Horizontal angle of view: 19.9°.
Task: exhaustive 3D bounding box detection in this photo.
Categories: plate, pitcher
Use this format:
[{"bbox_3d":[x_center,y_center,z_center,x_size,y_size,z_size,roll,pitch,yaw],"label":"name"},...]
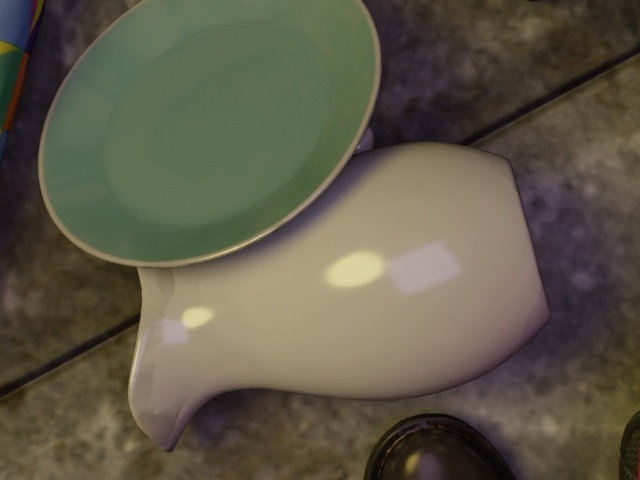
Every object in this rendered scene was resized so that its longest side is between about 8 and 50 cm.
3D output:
[{"bbox_3d":[-0.054,-0.061,0.913,0.188,0.024,0.188,-14,52,18],"label":"plate"},{"bbox_3d":[0.000,0.000,0.924,0.207,0.125,0.178,-14,75,7],"label":"pitcher"}]

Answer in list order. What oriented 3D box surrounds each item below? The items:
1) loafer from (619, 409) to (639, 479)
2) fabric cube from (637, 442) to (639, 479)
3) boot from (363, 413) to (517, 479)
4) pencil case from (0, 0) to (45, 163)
[{"bbox_3d":[0.240,0.215,0.952,0.095,0.109,0.302,-21,98,-23],"label":"loafer"},{"bbox_3d":[0.301,0.158,0.771,0.259,0.258,0.254,0,94,-16],"label":"fabric cube"},{"bbox_3d":[0.096,0.216,0.866,0.091,0.229,0.263,-17,91,-4],"label":"boot"},{"bbox_3d":[-0.202,-0.073,0.913,0.104,0.104,0.236,17,87,-4],"label":"pencil case"}]
